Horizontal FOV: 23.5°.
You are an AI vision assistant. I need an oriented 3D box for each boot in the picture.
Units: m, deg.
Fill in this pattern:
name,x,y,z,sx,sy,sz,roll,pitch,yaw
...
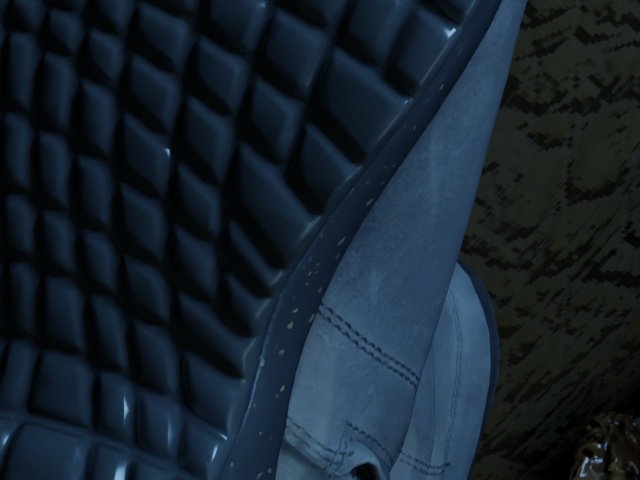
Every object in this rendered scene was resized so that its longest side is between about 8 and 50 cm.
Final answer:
name,x,y,z,sx,sy,sz,roll,pitch,yaw
boot,0.000,0.000,0.423,0.338,0.118,0.222,-66,157,5

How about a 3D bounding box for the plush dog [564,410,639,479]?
name,x,y,z,sx,sy,sz,roll,pitch,yaw
plush dog,0.223,0.085,0.686,0.262,0.211,0.225,31,114,-25
